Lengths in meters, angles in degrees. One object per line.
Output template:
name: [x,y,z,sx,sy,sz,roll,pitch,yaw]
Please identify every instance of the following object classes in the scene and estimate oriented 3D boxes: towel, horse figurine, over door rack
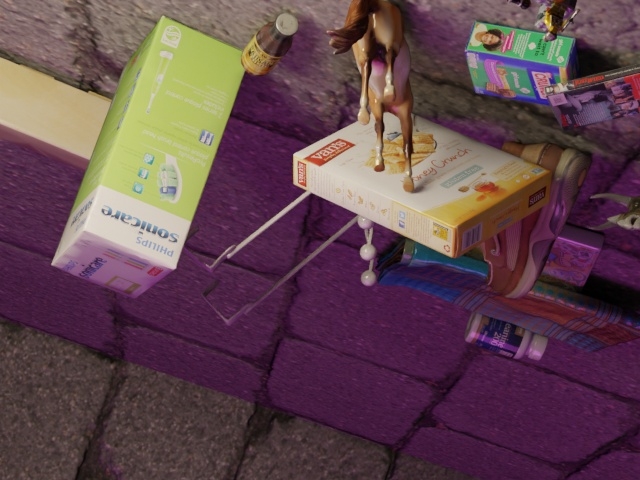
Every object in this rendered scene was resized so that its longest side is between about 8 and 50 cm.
towel: [0.270,0.085,2.328,0.370,0.040,0.271,19,170,-4]
horse figurine: [0.062,-0.173,1.681,0.066,0.174,0.263,-7,148,9]
over door rack: [0.000,0.000,2.007,0.108,0.324,0.239,59,172,19]

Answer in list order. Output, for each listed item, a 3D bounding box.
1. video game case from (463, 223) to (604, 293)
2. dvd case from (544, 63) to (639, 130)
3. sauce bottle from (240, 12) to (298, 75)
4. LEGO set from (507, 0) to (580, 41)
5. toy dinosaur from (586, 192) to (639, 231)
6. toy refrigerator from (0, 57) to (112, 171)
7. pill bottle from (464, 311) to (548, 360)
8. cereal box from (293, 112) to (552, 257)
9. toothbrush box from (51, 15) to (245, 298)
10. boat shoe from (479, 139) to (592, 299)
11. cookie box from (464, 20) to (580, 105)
video game case: [0.258,0.004,2.177,0.227,0.026,0.206,16,162,6]
dvd case: [0.295,-0.147,1.638,0.119,0.013,0.087,-14,154,16]
sauce bottle: [-0.056,-0.221,1.799,0.042,0.042,0.128,22,162,-10]
LEGO set: [0.251,-0.235,1.209,0.331,0.192,0.255,25,161,-21]
toy dinosaur: [0.459,-0.003,1.869,0.160,0.121,0.313,19,171,42]
toy refrigerator: [-0.384,-0.177,2.175,0.269,0.094,0.102,22,169,-10]
pill bottle: [0.289,0.144,2.490,0.120,0.067,0.067,19,162,-3]
cereal box: [0.112,-0.071,1.793,0.240,0.173,0.047,26,130,35]
toothbrush box: [-0.206,-0.095,1.925,0.122,0.283,0.206,24,161,-14]
boat shoe: [0.237,-0.033,1.958,0.116,0.123,0.324,23,152,5]
cookie box: [0.210,-0.180,1.657,0.107,0.040,0.092,11,160,18]
